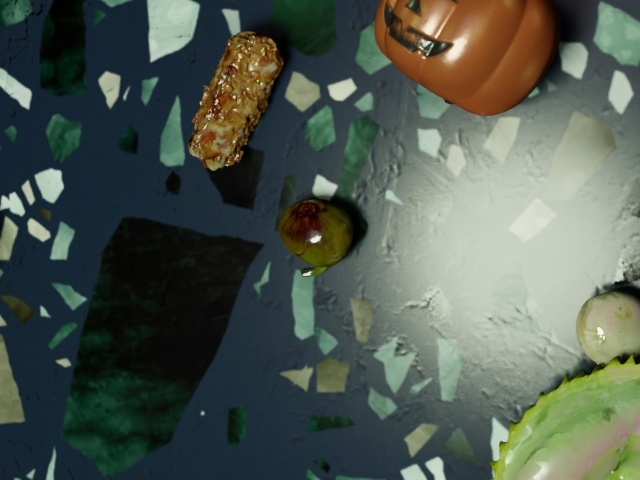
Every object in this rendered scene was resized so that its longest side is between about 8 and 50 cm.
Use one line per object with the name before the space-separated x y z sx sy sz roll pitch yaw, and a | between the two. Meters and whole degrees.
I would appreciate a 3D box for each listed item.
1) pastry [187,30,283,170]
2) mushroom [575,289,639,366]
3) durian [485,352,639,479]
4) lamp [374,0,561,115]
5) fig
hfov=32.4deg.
pastry | -0.102 -0.165 1.272 0.063 0.087 0.169 46 112 45
mushroom | 0.308 0.093 1.157 0.083 0.067 0.084 2 80 -13
durian | 0.294 0.227 1.110 0.158 0.169 0.352 43 133 -9
lamp | 0.154 -0.223 1.115 0.187 0.187 0.164 35 106 13
fig | 0.000 0.000 1.264 0.084 0.082 0.098 -17 130 7
